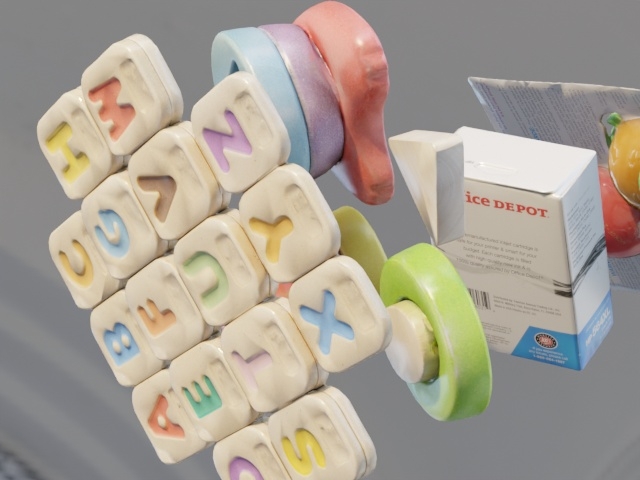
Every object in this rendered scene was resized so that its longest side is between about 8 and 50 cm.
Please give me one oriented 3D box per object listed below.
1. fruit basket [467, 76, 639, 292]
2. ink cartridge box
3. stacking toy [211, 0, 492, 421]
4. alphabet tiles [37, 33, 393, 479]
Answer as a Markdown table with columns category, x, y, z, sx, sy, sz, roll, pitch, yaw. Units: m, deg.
| category | x | y | z | sx | sy | sz | roll | pitch | yaw |
| --- | --- | --- | --- | --- | --- | --- | --- | --- | --- |
| fruit basket | 0.355 | -0.051 | 1.882 | 0.353 | 0.165 | 0.327 | 15 | -33 | 50 |
| ink cartridge box | 0.187 | 0.007 | 1.710 | 0.148 | 0.086 | 0.203 | 13 | -50 | 31 |
| stacking toy | 0.000 | 0.000 | 1.335 | 0.130 | 0.279 | 0.309 | -18 | -59 | -16 |
| alphabet tiles | -0.072 | 0.028 | 1.068 | 0.278 | 0.021 | 0.284 | -33 | -95 | 54 |
